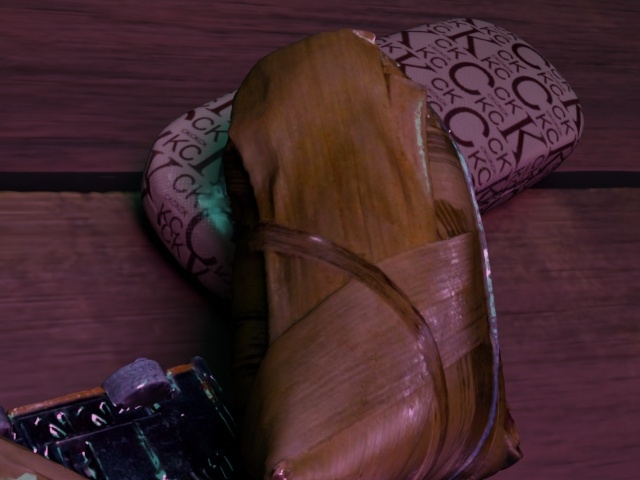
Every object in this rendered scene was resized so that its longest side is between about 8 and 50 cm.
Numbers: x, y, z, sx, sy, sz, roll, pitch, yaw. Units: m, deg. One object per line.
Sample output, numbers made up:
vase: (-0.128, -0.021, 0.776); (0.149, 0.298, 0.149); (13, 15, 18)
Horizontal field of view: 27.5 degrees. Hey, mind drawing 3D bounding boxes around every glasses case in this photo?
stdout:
glasses case: (0.041, -0.060, 0.860); (0.355, 0.085, 0.137); (-25, 67, -39)

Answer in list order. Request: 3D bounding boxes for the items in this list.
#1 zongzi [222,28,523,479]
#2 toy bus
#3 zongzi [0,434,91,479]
zongzi: (0.000, 0.000, 0.607); (0.274, 0.125, 0.250); (23, 51, -69)
toy bus: (-0.122, 0.124, 0.579); (0.182, 0.103, 0.091); (-11, 57, -41)
zongzi: (-0.284, 0.142, 0.376); (0.393, 0.174, 0.356); (17, 42, 18)
